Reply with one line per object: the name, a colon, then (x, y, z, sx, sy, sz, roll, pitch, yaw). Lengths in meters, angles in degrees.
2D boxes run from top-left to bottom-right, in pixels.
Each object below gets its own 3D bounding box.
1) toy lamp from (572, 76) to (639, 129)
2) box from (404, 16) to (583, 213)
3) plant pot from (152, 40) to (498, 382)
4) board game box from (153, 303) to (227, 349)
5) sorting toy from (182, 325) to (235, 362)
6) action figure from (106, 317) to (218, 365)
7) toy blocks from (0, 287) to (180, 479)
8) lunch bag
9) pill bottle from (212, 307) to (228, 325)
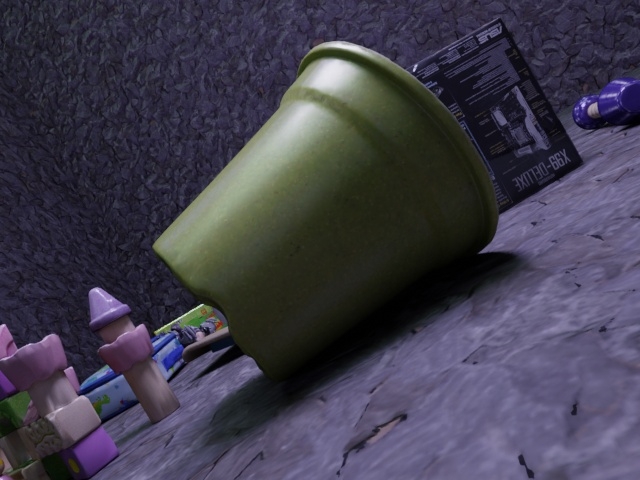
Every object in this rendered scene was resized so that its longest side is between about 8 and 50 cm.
toy lamp: (0.510, -0.235, 0.883, 0.080, 0.080, 0.275, -30, -1, 19)
box: (0.181, -0.136, 0.726, 0.308, 0.242, 0.076, -31, 1, -6)
plant pot: (-0.013, -0.007, 0.513, 0.254, 0.276, 0.276, -43, 4, -14)
board game box: (-0.359, 0.246, 1.397, 0.181, 0.092, 0.043, -31, 2, -26)
sorting toy: (-0.081, 0.132, 0.909, 0.229, 0.041, 0.307, -29, -5, 18)
action figure: (-0.373, 0.259, 1.229, 0.285, 0.099, 0.185, -26, -10, -33)
toy blocks: (-0.398, 0.193, 0.613, 0.289, 0.260, 0.309, -29, 2, 34)
lunch bag: (-0.371, 0.268, 1.021, 0.176, 0.090, 0.219, -28, 2, 2)
pill bottle: (-0.166, 0.122, 1.264, 0.208, 0.119, 0.119, -31, 1, -43)
